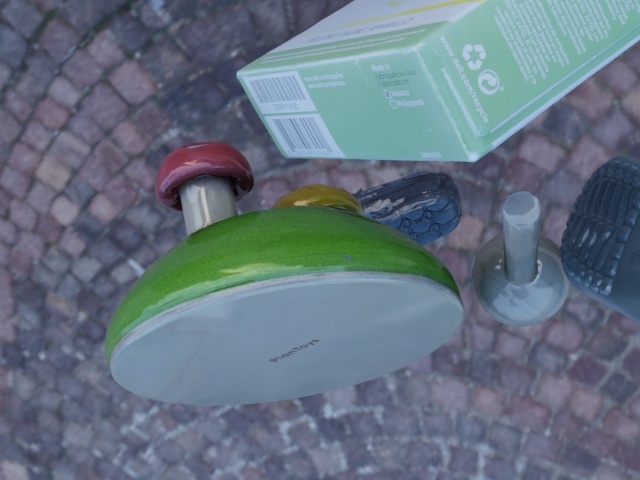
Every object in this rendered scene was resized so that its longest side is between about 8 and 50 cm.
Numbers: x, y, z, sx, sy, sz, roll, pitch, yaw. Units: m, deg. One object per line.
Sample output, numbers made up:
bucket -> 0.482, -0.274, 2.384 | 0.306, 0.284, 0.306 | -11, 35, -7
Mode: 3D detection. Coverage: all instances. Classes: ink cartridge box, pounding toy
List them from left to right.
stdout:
pounding toy -> 0.000, 0.000, 0.665 | 0.237, 0.110, 0.183 | -16, 157, 11
ink cartridge box -> 0.098, -0.113, 0.565 | 0.056, 0.235, 0.171 | 60, 160, -16

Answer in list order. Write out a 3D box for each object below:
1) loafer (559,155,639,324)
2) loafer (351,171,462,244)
loafer -> 0.196, 0.027, 0.557 | 0.087, 0.251, 0.094 | 18, 106, -20
loafer -> 0.045, -0.016, 1.386 | 0.223, 0.078, 0.076 | -19, 124, 13
